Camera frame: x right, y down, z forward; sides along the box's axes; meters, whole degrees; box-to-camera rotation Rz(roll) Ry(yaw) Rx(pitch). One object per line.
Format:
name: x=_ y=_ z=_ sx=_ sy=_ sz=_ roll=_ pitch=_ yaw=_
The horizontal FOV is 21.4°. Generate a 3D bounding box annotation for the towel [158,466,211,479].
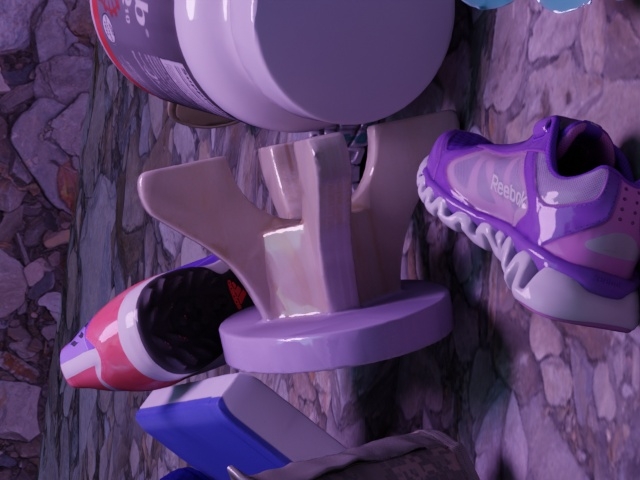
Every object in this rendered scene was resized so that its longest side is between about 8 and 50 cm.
towel: x=-0.110 y=0.316 z=1.363 sx=0.076 sy=0.227 sz=0.308 roll=-48 pitch=-9 yaw=19

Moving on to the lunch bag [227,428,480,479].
lunch bag: x=0.000 y=0.274 z=1.122 sx=0.169 sy=0.235 sz=0.287 roll=21 pitch=110 yaw=41

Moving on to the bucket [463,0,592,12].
bucket: x=0.082 y=-0.266 z=0.973 sx=0.281 sy=0.281 sz=0.183 roll=164 pitch=124 yaw=-73

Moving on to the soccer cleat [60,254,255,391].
soccer cleat: x=-0.093 y=0.062 z=1.471 sx=0.116 sy=0.318 sz=0.108 roll=-22 pitch=88 yaw=33

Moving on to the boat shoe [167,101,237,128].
boat shoe: x=-0.081 y=-0.228 z=1.830 sx=0.302 sy=0.113 sz=0.103 roll=-44 pitch=42 yaw=51

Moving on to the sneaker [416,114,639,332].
sneaker: x=0.140 y=-0.033 z=1.053 sx=0.236 sy=0.095 sz=0.104 roll=-131 pitch=54 yaw=-61

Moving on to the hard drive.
hard drive: x=-0.032 y=0.191 z=1.388 sx=0.040 sy=0.210 sz=0.319 roll=-54 pitch=9 yaw=-16

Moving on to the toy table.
toy table: x=0.000 y=0.000 z=1.296 sx=0.274 sy=0.252 sz=0.160 roll=179 pitch=79 yaw=-68

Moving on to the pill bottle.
pill bottle: x=-0.046 y=-0.202 z=1.420 sx=0.363 sy=0.210 sz=0.210 roll=-159 pitch=73 yaw=-63

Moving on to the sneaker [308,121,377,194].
sneaker: x=0.011 y=-0.081 z=1.546 sx=0.076 sy=0.065 sz=0.166 roll=-136 pitch=54 yaw=-75
